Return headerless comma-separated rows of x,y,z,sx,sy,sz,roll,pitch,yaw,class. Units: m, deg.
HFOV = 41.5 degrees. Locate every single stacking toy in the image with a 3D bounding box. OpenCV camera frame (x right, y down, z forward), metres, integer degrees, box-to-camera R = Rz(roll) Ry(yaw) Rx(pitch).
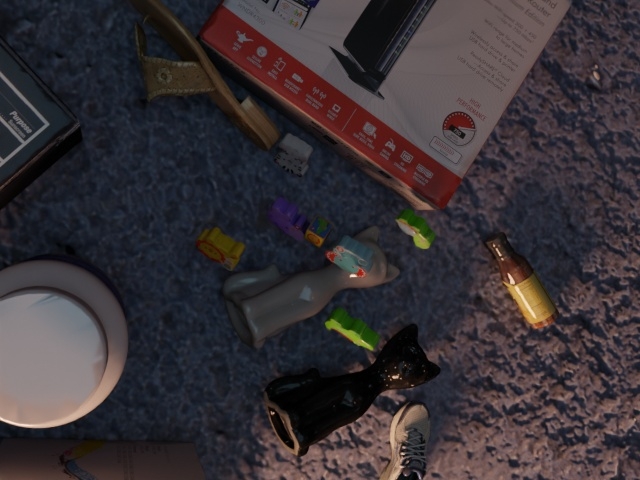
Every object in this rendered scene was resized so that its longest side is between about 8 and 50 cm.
0.000,0.000,0.928,0.221,0.052,0.167,32,62,4,stacking toy

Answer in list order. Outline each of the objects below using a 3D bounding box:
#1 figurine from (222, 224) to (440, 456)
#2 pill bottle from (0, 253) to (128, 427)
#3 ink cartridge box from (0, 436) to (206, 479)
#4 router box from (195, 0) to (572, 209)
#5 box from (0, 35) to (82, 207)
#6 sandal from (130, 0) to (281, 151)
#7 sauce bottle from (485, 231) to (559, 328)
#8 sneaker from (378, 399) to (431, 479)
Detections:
0.020,0.106,0.976,0.210,0.092,0.214,-23,95,-20,figurine
-0.261,0.091,0.804,0.153,0.272,0.152,0,90,-14,pill bottle
-0.257,0.318,0.847,0.270,0.197,0.198,5,90,-14,ink cartridge box
0.074,-0.249,0.977,0.336,0.082,0.301,33,83,-12,router box
-0.436,-0.118,0.805,0.294,0.183,0.296,-43,102,-8,box
-0.152,-0.171,0.923,0.240,0.088,0.079,45,80,-15,sandal
0.248,0.048,1.046,0.042,0.042,0.128,-33,96,-11,sauce bottle
0.109,0.260,1.006,0.052,0.058,0.135,13,87,-13,sneaker
